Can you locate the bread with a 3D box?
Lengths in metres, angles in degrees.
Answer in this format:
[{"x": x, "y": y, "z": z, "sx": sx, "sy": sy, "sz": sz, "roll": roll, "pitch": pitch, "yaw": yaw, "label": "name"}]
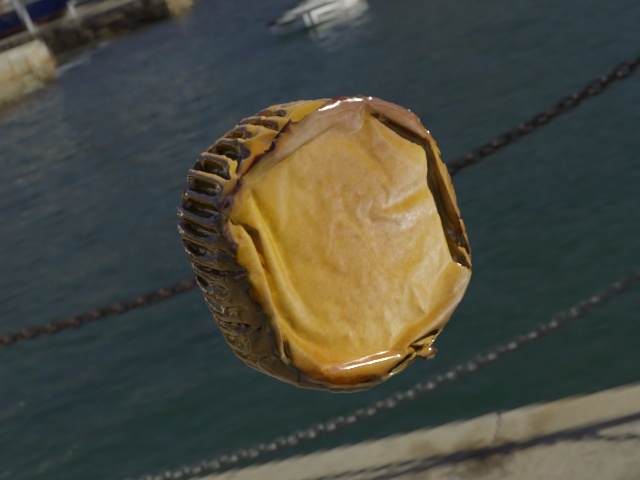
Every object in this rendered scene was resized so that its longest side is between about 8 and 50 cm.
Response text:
[{"x": -0.001, "y": 0.000, "z": 0.860, "sx": 0.199, "sy": 0.199, "sz": 0.104, "roll": -27, "pitch": 18, "yaw": -25, "label": "bread"}]
